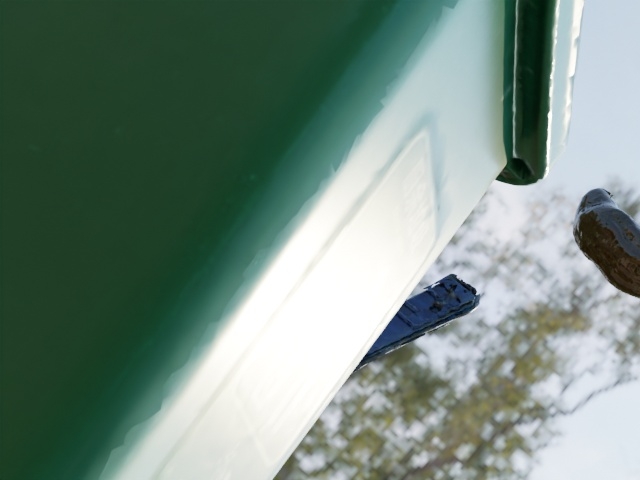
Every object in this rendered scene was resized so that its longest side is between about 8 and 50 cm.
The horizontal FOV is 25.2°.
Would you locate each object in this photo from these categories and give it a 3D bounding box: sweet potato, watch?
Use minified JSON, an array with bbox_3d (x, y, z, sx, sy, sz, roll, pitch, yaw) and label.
[{"bbox_3d":[0.247,0.017,1.104,0.054,0.053,0.182,20,18,-41],"label":"sweet potato"},{"bbox_3d":[-0.009,-0.008,1.217,0.068,0.274,0.276,33,-35,60],"label":"watch"}]

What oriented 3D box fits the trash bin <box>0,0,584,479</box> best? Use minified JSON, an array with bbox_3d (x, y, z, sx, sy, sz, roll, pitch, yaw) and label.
[{"bbox_3d":[-0.094,-0.034,0.568,0.295,0.381,0.259,28,-19,17],"label":"trash bin"}]
